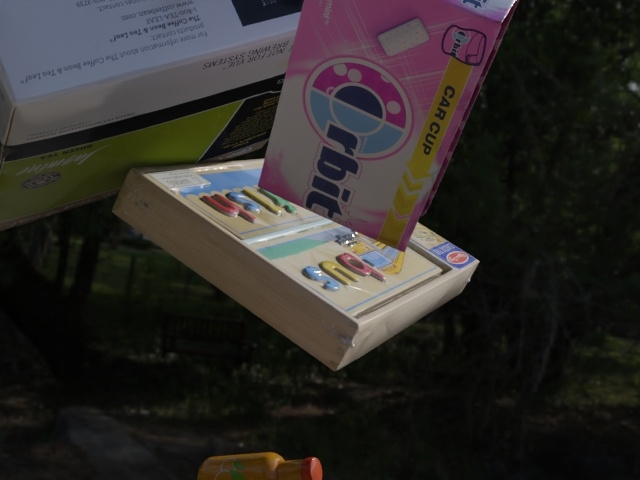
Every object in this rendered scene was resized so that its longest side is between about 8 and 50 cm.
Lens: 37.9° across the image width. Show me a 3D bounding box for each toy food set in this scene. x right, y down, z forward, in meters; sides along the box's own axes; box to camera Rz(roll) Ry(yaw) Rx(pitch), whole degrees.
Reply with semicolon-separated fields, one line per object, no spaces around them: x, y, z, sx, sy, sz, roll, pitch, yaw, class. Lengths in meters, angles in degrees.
-0.048;0.291;0.738;0.104;0.232;0.111;-11;-41;23;toy food set

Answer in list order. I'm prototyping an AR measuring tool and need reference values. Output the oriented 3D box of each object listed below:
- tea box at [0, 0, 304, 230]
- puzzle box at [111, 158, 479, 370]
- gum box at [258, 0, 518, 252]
-0.181;-0.191;0.863;0.329;0.220;0.323;-21;-8;-29;tea box
0.000;0.000;1.014;0.272;0.052;0.409;34;19;16;puzzle box
0.036;-0.087;0.568;0.107;0.062;0.188;26;-46;7;gum box
